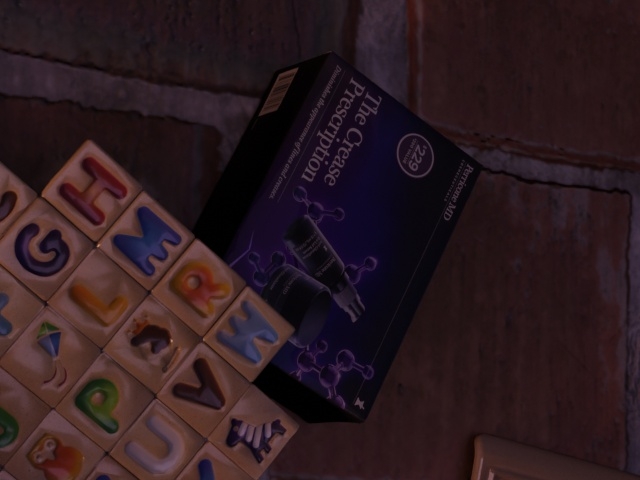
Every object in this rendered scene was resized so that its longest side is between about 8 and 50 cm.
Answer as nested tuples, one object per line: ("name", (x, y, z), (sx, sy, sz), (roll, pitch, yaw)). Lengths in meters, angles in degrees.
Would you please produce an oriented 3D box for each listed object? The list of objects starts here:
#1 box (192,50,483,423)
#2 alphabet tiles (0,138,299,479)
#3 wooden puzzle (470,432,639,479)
("box", (0.000, 0.000, 1.333), (0.184, 0.103, 0.261), (35, 68, -25))
("alphabet tiles", (-0.185, 0.104, 1.178), (0.342, 0.011, 0.285), (44, 80, -21))
("wooden puzzle", (0.214, 0.317, 1.456), (0.221, 0.044, 0.238), (18, 71, -27))
